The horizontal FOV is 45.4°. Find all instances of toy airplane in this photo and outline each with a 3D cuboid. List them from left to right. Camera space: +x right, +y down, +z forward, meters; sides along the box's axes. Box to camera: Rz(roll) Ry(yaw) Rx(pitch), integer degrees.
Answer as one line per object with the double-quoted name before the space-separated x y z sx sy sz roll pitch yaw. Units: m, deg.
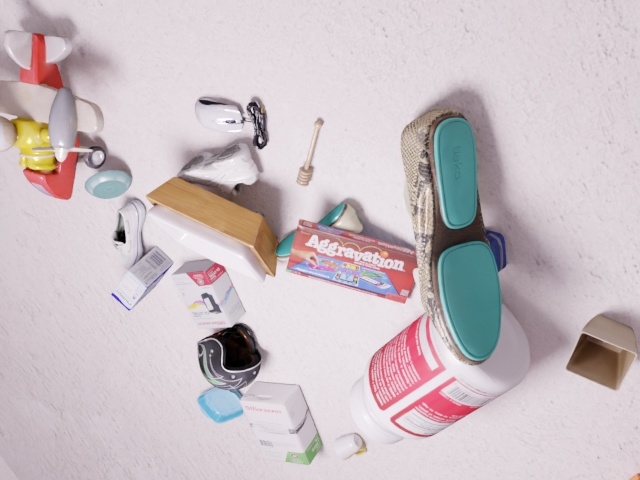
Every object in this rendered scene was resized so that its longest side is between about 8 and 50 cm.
"toy airplane" -0.694 -0.309 1.824 0.384 0.272 0.386 52 138 2

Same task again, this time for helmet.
"helmet" -0.242 0.320 2.047 0.169 0.169 0.161 -23 90 40

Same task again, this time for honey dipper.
"honey dipper" -0.023 -0.189 1.653 0.030 0.030 0.160 26 128 15

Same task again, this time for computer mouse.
"computer mouse" -0.209 -0.267 1.706 0.193 0.042 0.106 14 127 24

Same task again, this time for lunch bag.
"lunch bag" 0.334 0.023 1.547 0.067 0.065 0.098 19 131 40

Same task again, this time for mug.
"mug" 0.084 0.554 2.079 0.064 0.078 0.062 -36 65 34

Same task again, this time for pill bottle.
"pill bottle" 0.241 0.294 1.677 0.229 0.229 0.407 43 133 0

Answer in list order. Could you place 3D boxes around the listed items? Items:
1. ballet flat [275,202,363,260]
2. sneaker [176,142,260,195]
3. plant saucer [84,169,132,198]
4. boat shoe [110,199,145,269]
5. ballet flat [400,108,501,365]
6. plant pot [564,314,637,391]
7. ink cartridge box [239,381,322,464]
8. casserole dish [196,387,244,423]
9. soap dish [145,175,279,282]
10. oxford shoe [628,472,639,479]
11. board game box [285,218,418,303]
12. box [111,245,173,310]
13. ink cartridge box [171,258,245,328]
"ballet flat" 0.000 0.000 1.738 0.248 0.086 0.086 -30 102 41
"sneaker" -0.239 -0.146 1.780 0.232 0.090 0.115 -6 126 40
"plant saucer" -0.541 -0.138 1.960 0.119 0.119 0.021 -43 56 43
"boat shoe" -0.527 -0.009 2.051 0.083 0.076 0.226 34 130 28
"ballet flat" 0.238 -0.007 1.480 0.182 0.164 0.482 -3 97 62
"plant pot" 0.560 0.210 1.509 0.109 0.096 0.109 23 130 18
"ink cartridge box" -0.109 0.508 2.135 0.160 0.092 0.219 -2 119 33
"casserole dish" -0.289 0.479 2.268 0.188 0.037 0.114 -31 101 42
"soap dish" -0.240 -0.027 1.784 0.291 0.118 0.229 25 167 17
"oxford shoe" 0.723 0.513 1.585 0.130 0.133 0.363 25 130 17
"board game box" 0.073 0.048 1.693 0.281 0.027 0.145 15 129 -1
"box" -0.483 0.104 2.075 0.072 0.126 0.137 44 133 -2
"ink cartridge box" -0.294 0.142 2.017 0.127 0.072 0.175 -8 115 35
